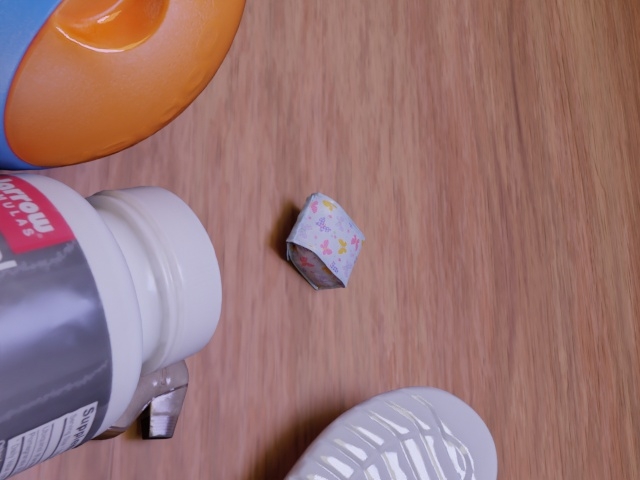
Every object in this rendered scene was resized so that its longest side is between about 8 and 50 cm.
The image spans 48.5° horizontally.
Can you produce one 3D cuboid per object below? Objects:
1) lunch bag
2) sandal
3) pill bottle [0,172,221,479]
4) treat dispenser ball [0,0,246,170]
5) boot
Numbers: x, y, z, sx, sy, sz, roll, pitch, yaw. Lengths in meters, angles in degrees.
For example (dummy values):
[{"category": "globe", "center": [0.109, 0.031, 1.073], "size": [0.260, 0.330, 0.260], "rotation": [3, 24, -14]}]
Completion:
[{"category": "lunch bag", "center": [0.000, 0.000, 0.743], "size": [0.083, 0.053, 0.071], "rotation": [50, 49, -37]}, {"category": "sandal", "center": [-0.002, 0.276, 0.629], "size": [0.416, 0.102, 0.169], "rotation": [-34, 88, -33]}, {"category": "pill bottle", "center": [-0.216, 0.057, 0.403], "size": [0.318, 0.176, 0.176], "rotation": [-18, 91, -48]}, {"category": "treat dispenser ball", "center": [-0.185, -0.186, 0.430], "size": [0.288, 0.288, 0.288], "rotation": [17, 66, -43]}, {"category": "boot", "center": [-0.156, 0.110, 0.556], "size": [0.118, 0.042, 0.087], "rotation": [17, 60, -44]}]
